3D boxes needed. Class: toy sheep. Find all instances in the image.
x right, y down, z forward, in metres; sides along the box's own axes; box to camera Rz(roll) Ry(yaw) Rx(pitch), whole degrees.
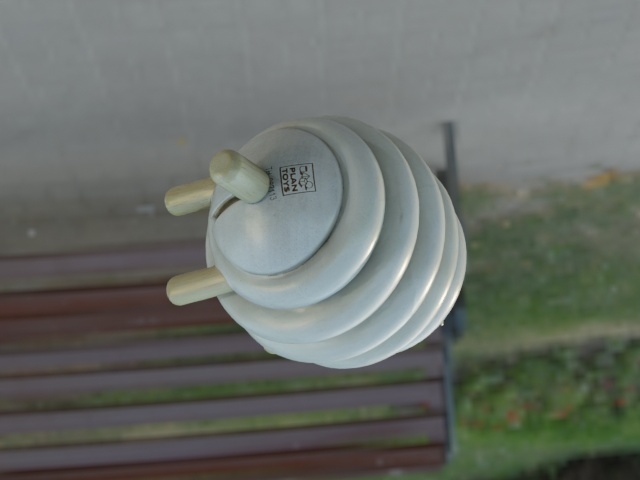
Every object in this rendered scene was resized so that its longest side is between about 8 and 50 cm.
[{"bbox_3d":[0.000,0.000,0.631,0.091,0.091,0.132,-12,160,27],"label":"toy sheep"}]
